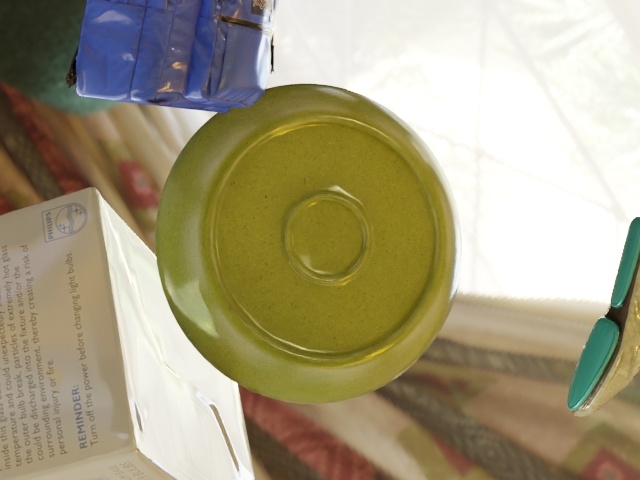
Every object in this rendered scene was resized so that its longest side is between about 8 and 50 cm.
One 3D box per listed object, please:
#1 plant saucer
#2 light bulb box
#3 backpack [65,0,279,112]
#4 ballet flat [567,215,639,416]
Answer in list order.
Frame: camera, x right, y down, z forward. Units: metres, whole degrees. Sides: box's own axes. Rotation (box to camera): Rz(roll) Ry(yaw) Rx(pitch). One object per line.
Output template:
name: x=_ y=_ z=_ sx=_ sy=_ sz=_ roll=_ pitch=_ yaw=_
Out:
plant saucer: x=0.000 y=0.000 z=1.058 sx=0.241 sy=0.241 sz=0.037 roll=-30 pitch=-176 yaw=-17
light bulb box: x=-0.276 y=0.167 z=1.215 sx=0.361 sy=0.225 sz=0.358 roll=-17 pitch=153 yaw=8
backpack: x=-0.075 y=-0.135 z=0.817 sx=0.101 sy=0.120 sz=0.098 roll=8 pitch=-176 yaw=19
ballet flat: x=0.239 y=0.062 z=1.087 sx=0.057 sy=0.052 sz=0.168 roll=-121 pitch=-131 yaw=-78
